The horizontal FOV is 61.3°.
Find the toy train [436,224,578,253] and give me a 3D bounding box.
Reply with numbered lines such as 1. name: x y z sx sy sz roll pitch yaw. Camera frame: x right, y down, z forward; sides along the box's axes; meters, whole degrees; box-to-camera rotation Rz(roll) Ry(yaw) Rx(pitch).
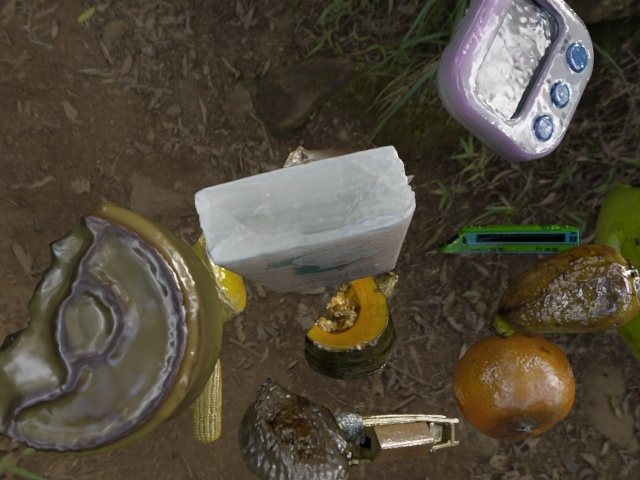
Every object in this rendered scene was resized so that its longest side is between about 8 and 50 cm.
1. toy train: 0.289 -0.004 0.849 0.209 0.044 0.042 0 99 15

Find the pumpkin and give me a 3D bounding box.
1. pumpkin: 0.082 0.140 0.941 0.126 0.131 0.248 15 48 25

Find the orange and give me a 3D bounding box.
1. orange: 0.358 0.276 1.002 0.224 0.224 0.170 13 42 -11

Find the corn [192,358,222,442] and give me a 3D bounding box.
1. corn: -0.301 0.418 1.434 0.080 0.080 0.231 0 87 -15

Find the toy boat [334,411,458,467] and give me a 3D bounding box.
1. toy boat: 0.203 0.526 1.458 0.445 0.162 0.136 8 77 -34

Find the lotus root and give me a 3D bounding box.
1. lotus root: 0.292 0.072 0.667 0.094 0.190 0.108 50 29 -36

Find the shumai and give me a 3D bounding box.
1. shumai: -0.053 0.405 1.007 0.218 0.185 0.184 25 39 18

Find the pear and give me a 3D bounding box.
1. pear: 0.609 0.075 0.923 0.238 0.342 0.318 2 104 -32

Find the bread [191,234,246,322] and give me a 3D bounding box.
1. bread: -0.257 0.098 1.194 0.170 0.197 0.197 -34 85 -9

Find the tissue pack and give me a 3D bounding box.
1. tissue pack: 0.000 0.000 0.568 0.170 0.325 0.071 -15 79 3

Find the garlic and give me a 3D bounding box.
1. garlic: 0.065 -0.162 1.373 0.325 0.132 0.279 13 28 4

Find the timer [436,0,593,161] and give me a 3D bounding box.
1. timer: 0.244 -0.214 0.675 0.190 0.069 0.209 33 80 -21

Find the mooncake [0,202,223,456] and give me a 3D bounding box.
1. mooncake: -0.370 0.144 0.907 0.393 0.246 0.394 -4 87 5
